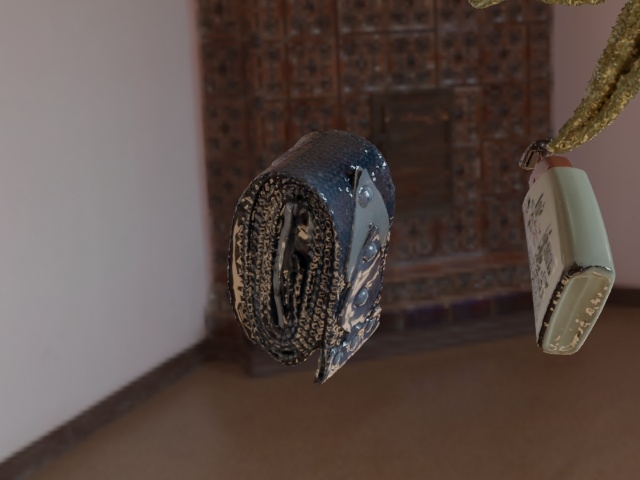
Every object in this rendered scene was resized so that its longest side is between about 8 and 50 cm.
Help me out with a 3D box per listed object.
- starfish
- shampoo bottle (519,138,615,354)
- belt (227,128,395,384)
[{"bbox_3d":[0.265,-0.233,1.034,0.078,0.347,0.358,-26,27,-34],"label":"starfish"},{"bbox_3d":[0.282,-0.021,1.511,0.071,0.153,0.284,6,47,-6],"label":"shampoo bottle"},{"bbox_3d":[0.000,0.000,1.122,0.122,0.218,0.128,28,46,22],"label":"belt"}]
